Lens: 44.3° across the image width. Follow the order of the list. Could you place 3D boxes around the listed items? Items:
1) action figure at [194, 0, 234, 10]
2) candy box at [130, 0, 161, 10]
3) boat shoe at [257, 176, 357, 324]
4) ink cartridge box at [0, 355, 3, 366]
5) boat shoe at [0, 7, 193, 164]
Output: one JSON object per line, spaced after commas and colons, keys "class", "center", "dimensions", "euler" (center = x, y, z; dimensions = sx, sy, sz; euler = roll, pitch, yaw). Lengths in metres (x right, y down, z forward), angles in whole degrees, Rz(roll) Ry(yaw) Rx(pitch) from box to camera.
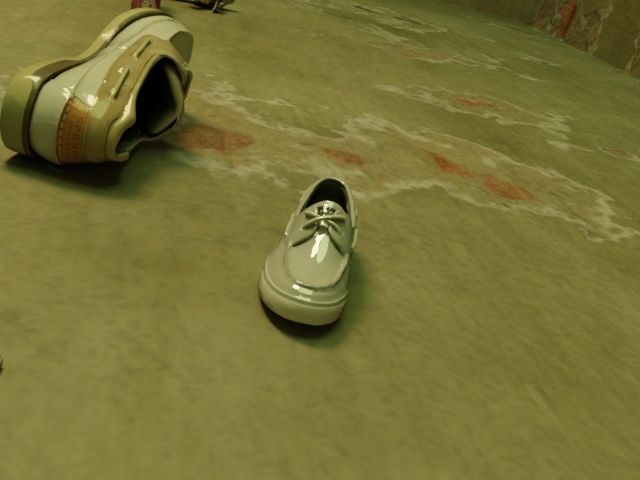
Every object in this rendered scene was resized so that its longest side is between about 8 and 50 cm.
{"class": "action figure", "center": [-0.300, -0.550, 1.638], "dimensions": [0.285, 0.099, 0.185], "euler": [12, 14, -16]}
{"class": "candy box", "center": [-0.308, -0.460, 1.404], "dimensions": [0.053, 0.109, 0.186], "euler": [8, 24, -14]}
{"class": "boat shoe", "center": [0.000, 0.000, 0.586], "dimensions": [0.066, 0.063, 0.184], "euler": [17, 23, 5]}
{"class": "ink cartridge box", "center": [-0.336, 0.040, 0.303], "dimensions": [0.371, 0.069, 0.176], "euler": [13, 23, -9]}
{"class": "boat shoe", "center": [-0.181, -0.145, 0.770], "dimensions": [0.103, 0.113, 0.302], "euler": [18, 34, 6]}
